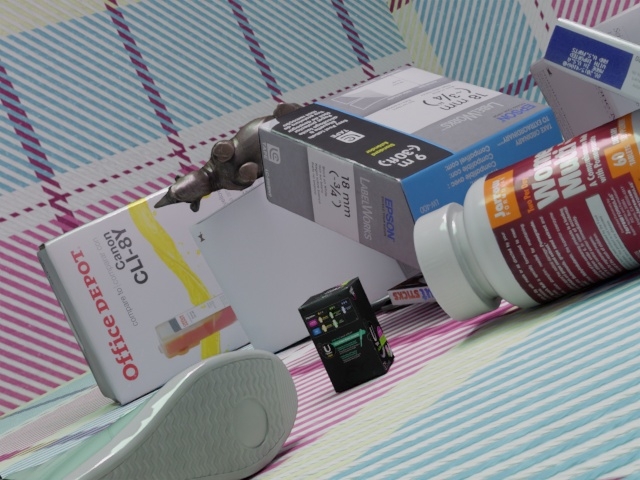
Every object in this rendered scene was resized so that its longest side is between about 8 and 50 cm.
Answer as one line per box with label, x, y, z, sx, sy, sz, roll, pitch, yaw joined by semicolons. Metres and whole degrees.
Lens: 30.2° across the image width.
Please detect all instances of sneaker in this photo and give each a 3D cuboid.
sneaker;-0.140;0.157;0.874;0.151;0.094;0.256;-14;12;47

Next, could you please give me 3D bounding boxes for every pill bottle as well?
pill bottle;0.198;-0.015;0.996;0.221;0.121;0.121;-24;2;24

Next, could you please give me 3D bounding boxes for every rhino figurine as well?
rhino figurine;-0.104;-0.100;1.503;0.243;0.073;0.106;-31;4;-1

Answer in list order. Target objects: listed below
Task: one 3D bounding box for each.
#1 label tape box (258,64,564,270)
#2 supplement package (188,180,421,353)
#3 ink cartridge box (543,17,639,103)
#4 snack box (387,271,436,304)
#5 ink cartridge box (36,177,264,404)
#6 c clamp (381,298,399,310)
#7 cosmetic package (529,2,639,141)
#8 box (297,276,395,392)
label tape box;0.132;-0.077;1.279;0.241;0.105;0.334;-27;36;-34
supplement package;0.000;0.000;1.544;0.262;0.204;0.145;-29;-1;34
ink cartridge box;0.331;-0.113;0.959;0.224;0.045;0.223;5;20;-37
snack box;0.147;0.044;1.275;0.064;0.022;0.178;-26;7;-30
ink cartridge box;-0.213;0.055;1.879;0.385;0.279;0.160;-26;4;-17
c clamp;0.142;0.050;1.449;0.137;0.022;0.161;-29;1;25
cosmetic package;0.404;-0.180;1.514;0.156;0.217;0.385;-25;0;3
box;0.024;0.083;1.059;0.052;0.083;0.062;-25;2;13
